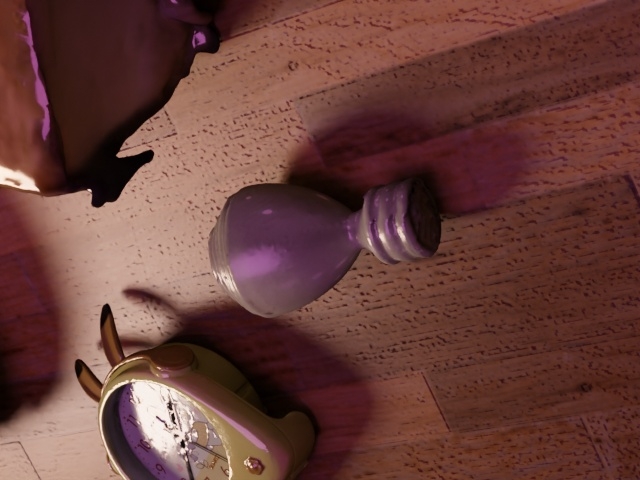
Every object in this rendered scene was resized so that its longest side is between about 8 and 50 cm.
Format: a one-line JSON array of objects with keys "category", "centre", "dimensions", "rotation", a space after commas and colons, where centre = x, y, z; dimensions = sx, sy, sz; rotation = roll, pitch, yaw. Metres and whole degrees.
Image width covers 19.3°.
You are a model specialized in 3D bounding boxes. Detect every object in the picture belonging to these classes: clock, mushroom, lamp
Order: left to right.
[{"category": "mushroom", "centre": [-0.306, -0.220, 1.443], "dimensions": [0.397, 0.224, 0.313], "rotation": [9, 124, 31]}, {"category": "clock", "centre": [-0.126, 0.159, 1.663], "dimensions": [0.232, 0.069, 0.170], "rotation": [38, 133, 10]}, {"category": "lamp", "centre": [0.000, 0.000, 1.462], "dimensions": [0.193, 0.106, 0.106], "rotation": [-10, 112, 28]}]
